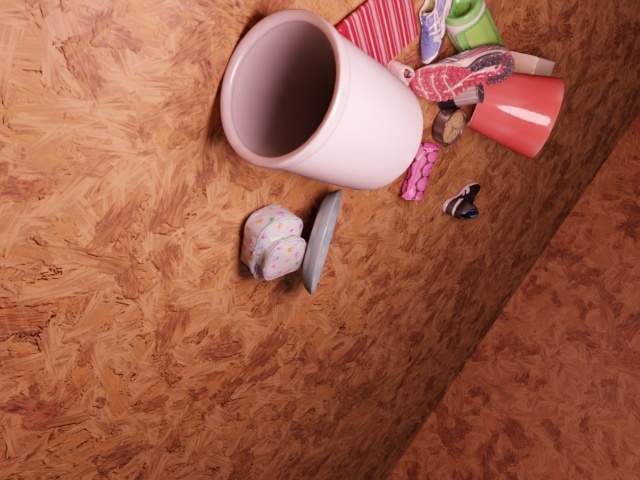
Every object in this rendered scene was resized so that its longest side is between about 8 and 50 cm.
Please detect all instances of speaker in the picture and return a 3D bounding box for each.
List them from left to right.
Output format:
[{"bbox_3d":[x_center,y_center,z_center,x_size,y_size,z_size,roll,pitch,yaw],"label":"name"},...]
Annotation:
[{"bbox_3d":[0.468,-0.627,1.690,0.131,0.131,0.296,-57,145,3],"label":"speaker"}]

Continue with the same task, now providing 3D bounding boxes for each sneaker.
[{"bbox_3d":[0.241,-0.462,1.610,0.051,0.070,0.134,-51,145,-9],"label":"sneaker"},{"bbox_3d":[0.309,-0.611,1.573,0.081,0.080,0.211,-9,118,-34],"label":"sneaker"},{"bbox_3d":[0.415,-0.502,1.656,0.299,0.112,0.121,-10,133,9],"label":"sneaker"},{"bbox_3d":[0.601,-0.147,2.231,0.216,0.121,0.079,-34,140,-26],"label":"sneaker"}]

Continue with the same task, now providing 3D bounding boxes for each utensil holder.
[{"bbox_3d":[0.017,-0.292,1.283,0.385,0.327,0.328,10,110,-55],"label":"utensil holder"}]

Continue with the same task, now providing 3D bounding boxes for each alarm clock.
[{"bbox_3d":[0.436,-0.378,1.906,0.129,0.064,0.192,-30,136,-30],"label":"alarm clock"}]

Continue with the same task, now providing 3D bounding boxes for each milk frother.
[{"bbox_3d":[0.427,-0.492,1.742,0.143,0.134,0.129,14,75,-56],"label":"milk frother"}]

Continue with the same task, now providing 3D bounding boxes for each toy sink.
[{"bbox_3d":[0.732,-0.559,2.043,0.152,0.131,0.234,-10,120,-45],"label":"toy sink"}]

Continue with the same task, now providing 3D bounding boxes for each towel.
[{"bbox_3d":[0.152,-0.552,1.471,0.275,0.031,0.199,-45,141,-17],"label":"towel"}]

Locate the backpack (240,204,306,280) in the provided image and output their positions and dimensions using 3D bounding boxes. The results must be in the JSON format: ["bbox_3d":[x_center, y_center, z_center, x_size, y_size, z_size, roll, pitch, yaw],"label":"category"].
[{"bbox_3d":[-0.125,0.004,1.511,0.165,0.144,0.189,-18,128,-33],"label":"backpack"}]

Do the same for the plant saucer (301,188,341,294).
[{"bbox_3d":[0.000,0.000,1.613,0.317,0.043,0.318,16,90,-85],"label":"plant saucer"}]

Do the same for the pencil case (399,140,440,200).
[{"bbox_3d":[0.331,-0.232,1.883,0.098,0.095,0.209,-63,167,-63],"label":"pencil case"}]

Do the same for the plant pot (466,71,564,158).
[{"bbox_3d":[0.638,-0.440,1.861,0.275,0.243,0.275,18,90,-85],"label":"plant pot"}]
